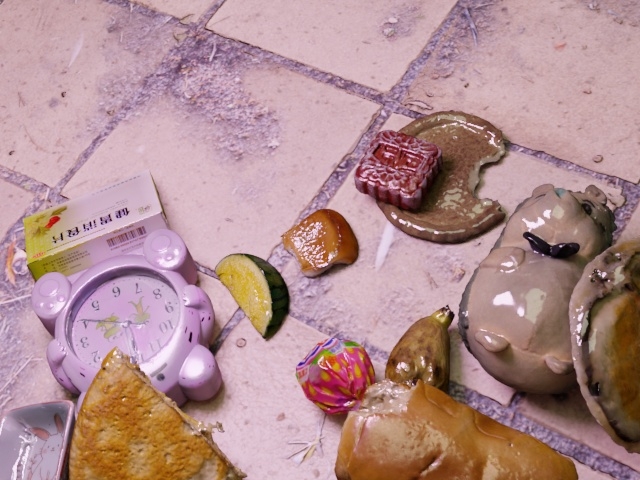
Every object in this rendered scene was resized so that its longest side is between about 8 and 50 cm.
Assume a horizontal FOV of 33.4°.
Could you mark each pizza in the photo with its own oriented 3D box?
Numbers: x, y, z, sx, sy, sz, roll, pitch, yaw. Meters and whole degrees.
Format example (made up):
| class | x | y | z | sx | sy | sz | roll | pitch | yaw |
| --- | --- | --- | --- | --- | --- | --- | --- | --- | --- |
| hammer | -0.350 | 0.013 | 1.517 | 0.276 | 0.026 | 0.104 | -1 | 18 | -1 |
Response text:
| class | x | y | z | sx | sy | sz | roll | pitch | yaw |
| --- | --- | --- | --- | --- | --- | --- | --- | --- | --- |
| pizza | -0.258 | 0.339 | 1.699 | 0.287 | 0.075 | 0.280 | 24 | 102 | -6 |

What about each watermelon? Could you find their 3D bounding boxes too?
| class | x | y | z | sx | sy | sz | roll | pitch | yaw |
| --- | --- | --- | --- | --- | --- | --- | --- | --- | --- |
| watermelon | -0.105 | 0.081 | 1.895 | 0.181 | 0.075 | 0.092 | 48 | 119 | 34 |

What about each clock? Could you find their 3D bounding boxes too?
| class | x | y | z | sx | sy | sz | roll | pitch | yaw |
| --- | --- | --- | --- | --- | --- | --- | --- | --- | --- |
| clock | -0.326 | 0.161 | 1.835 | 0.295 | 0.113 | 0.322 | -22 | 56 | -5 |

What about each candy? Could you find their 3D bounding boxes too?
| class | x | y | z | sx | sy | sz | roll | pitch | yaw |
| --- | --- | --- | --- | --- | --- | --- | --- | --- | --- |
| candy | 0.085 | 0.313 | 1.673 | 0.124 | 0.124 | 0.365 | -27 | 64 | -8 |

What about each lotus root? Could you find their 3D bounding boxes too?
| class | x | y | z | sx | sy | sz | roll | pitch | yaw |
| --- | --- | --- | --- | --- | --- | --- | --- | --- | --- |
| lotus root | 0.170 | 0.189 | 1.738 | 0.108 | 0.094 | 0.191 | 36 | 49 | -13 |

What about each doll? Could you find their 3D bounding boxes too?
| class | x | y | z | sx | sy | sz | roll | pitch | yaw |
| --- | --- | --- | --- | --- | --- | --- | --- | --- | --- |
| doll | 0.359 | 0.065 | 1.688 | 0.247 | 0.247 | 0.349 | 15 | 57 | 20 |

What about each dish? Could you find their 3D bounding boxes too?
| class | x | y | z | sx | sy | sz | roll | pitch | yaw |
| --- | --- | --- | --- | --- | --- | --- | --- | --- | --- |
| dish | -0.462 | 0.383 | 1.723 | 0.154 | 0.064 | 0.234 | -12 | 54 | 25 |

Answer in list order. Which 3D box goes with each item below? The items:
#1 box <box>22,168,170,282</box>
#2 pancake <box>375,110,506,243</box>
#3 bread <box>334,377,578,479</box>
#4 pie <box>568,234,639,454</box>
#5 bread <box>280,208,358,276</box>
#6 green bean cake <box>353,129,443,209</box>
| class | x | y | z | sx | sy | sz | roll | pitch | yaw |
| --- | --- | --- | --- | --- | --- | --- | --- | --- | --- |
| box | -0.417 | -0.025 | 1.977 | 0.260 | 0.062 | 0.175 | -21 | 34 | -5 |
| pancake | 0.231 | -0.121 | 1.967 | 0.288 | 0.033 | 0.286 | -41 | 58 | -17 |
| bread | 0.193 | 0.333 | 1.548 | 0.344 | 0.149 | 0.195 | 23 | 67 | 6 |
| pie | 0.491 | 0.156 | 1.591 | 0.077 | 0.339 | 0.339 | -14 | 40 | 55 |
| bread | 0.000 | 0.000 | 1.924 | 0.126 | 0.044 | 0.129 | -28 | 59 | -7 |
| green bean cake | 0.142 | -0.133 | 1.939 | 0.135 | 0.056 | 0.136 | 19 | 62 | 23 |
